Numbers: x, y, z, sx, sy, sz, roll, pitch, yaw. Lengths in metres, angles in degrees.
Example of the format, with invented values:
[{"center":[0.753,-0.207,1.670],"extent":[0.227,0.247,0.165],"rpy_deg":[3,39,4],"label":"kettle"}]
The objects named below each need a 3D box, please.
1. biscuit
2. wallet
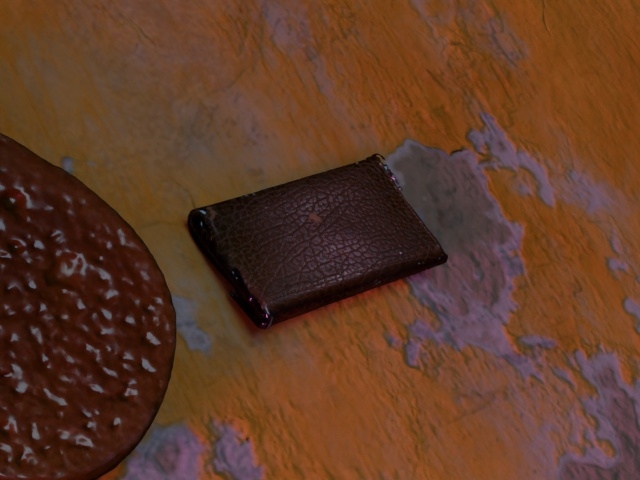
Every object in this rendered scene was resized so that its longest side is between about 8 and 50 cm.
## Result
[{"center":[-0.305,0.056,1.392],"extent":[0.394,0.070,0.350],"rpy_deg":[35,50,-12],"label":"biscuit"},{"center":[0.000,0.000,1.670],"extent":[0.243,0.039,0.133],"rpy_deg":[-20,65,-41],"label":"wallet"}]
